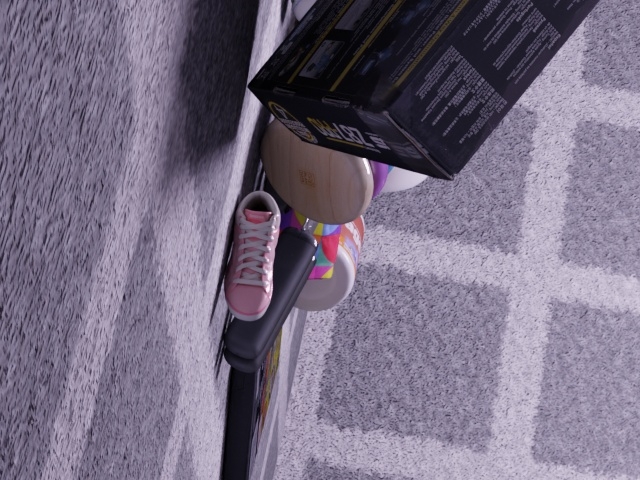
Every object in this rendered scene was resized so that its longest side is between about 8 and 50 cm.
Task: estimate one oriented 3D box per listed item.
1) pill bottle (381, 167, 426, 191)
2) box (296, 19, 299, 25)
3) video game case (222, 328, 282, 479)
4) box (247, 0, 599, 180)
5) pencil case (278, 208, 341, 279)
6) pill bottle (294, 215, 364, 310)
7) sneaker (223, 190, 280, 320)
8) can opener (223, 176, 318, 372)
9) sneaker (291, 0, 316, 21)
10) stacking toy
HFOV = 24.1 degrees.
[{"bbox_3d":[0.104,-0.278,2.177,0.224,0.224,0.392,-76,176,-50],"label":"pill bottle"},{"bbox_3d":[-0.007,-0.301,1.908,0.201,0.021,0.164,91,9,-71],"label":"box"},{"bbox_3d":[-0.084,0.163,1.973,0.248,0.035,0.275,-76,175,-46],"label":"video game case"},{"bbox_3d":[0.135,-0.245,1.312,0.395,0.097,0.318,-51,-158,-8],"label":"box"},{"bbox_3d":[-0.018,-0.064,1.840,0.104,0.104,0.236,-70,172,-75],"label":"pencil case"},{"bbox_3d":[0.000,0.000,2.174,0.216,0.121,0.121,-76,176,-60],"label":"pill bottle"},{"bbox_3d":[-0.069,0.010,1.511,0.070,0.051,0.134,93,4,-57],"label":"sneaker"},{"bbox_3d":[-0.053,0.011,1.706,0.076,0.095,0.283,96,20,-61],"label":"can opener"},{"bbox_3d":[0.052,-0.396,1.664,0.319,0.208,0.127,-39,169,-5],"label":"sneaker"},{"bbox_3d":[0.077,-0.160,1.715,0.330,0.141,0.141,-45,155,-38],"label":"stacking toy"}]
